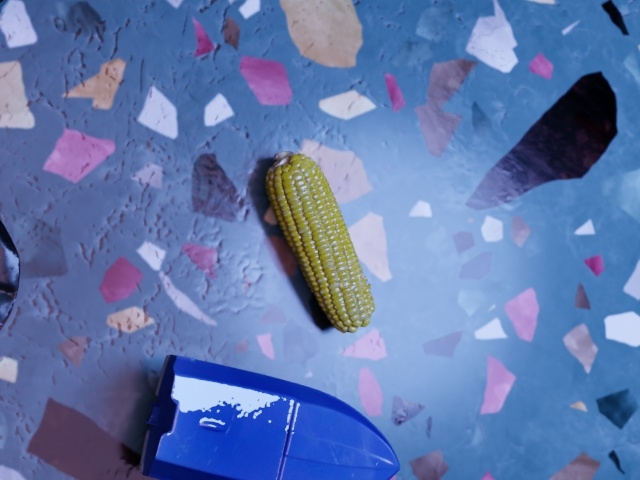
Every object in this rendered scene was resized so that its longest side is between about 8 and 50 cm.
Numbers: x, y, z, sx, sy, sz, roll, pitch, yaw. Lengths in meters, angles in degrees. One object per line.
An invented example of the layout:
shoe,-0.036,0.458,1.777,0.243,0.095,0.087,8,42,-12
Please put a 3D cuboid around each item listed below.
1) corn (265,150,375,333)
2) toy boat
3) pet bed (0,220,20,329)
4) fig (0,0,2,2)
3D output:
corn,0.000,0.000,1.531,0.067,0.067,0.206,-26,94,-17
toy boat,-0.043,0.210,1.501,0.295,0.088,0.129,16,81,-27
pet bed,-0.392,0.033,1.415,0.201,0.053,0.201,1,85,-16
fig,-0.379,-0.318,1.363,0.263,0.224,0.224,-35,97,0
